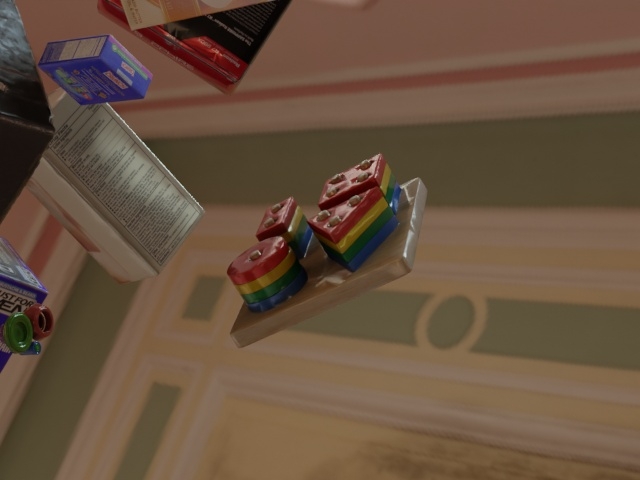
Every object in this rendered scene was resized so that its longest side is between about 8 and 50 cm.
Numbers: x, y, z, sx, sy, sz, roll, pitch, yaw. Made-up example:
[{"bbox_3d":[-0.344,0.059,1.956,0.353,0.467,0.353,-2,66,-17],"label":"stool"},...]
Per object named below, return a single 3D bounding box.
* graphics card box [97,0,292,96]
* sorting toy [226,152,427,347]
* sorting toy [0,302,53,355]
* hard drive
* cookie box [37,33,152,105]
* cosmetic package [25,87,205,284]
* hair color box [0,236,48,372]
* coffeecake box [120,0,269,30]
[{"bbox_3d":[-0.129,-0.421,1.829,0.371,0.232,0.094,-60,-175,-15],"label":"graphics card box"},{"bbox_3d":[0.000,0.000,1.670,0.257,0.089,0.255,-25,-161,20],"label":"sorting toy"},{"bbox_3d":[-0.380,0.116,1.600,0.042,0.102,0.061,-6,-82,24],"label":"sorting toy"},{"bbox_3d":[-0.337,-0.121,1.090,0.237,0.064,0.339,-51,-135,26],"label":"hard drive"},{"bbox_3d":[-0.279,-0.211,1.568,0.107,0.092,0.040,0,-118,33],"label":"cookie box"},{"bbox_3d":[-0.342,-0.089,1.966,0.129,0.296,0.153,-13,-147,49],"label":"cosmetic package"},{"bbox_3d":[-0.545,0.160,1.818,0.185,0.110,0.339,39,-79,48],"label":"hair color box"},{"bbox_3d":[-0.088,-0.266,1.053,0.185,0.142,0.068,-12,-129,2],"label":"coffeecake box"}]
